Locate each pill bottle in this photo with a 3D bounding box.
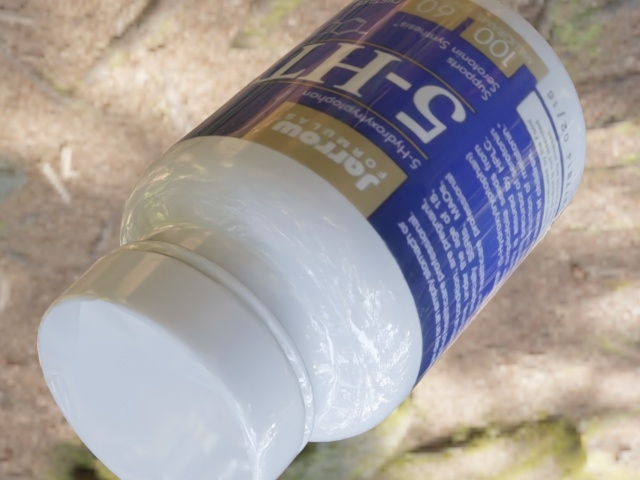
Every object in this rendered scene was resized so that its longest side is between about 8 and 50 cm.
[{"bbox_3d":[0.000,0.000,0.479,0.112,0.186,0.112,23,136,25],"label":"pill bottle"}]
